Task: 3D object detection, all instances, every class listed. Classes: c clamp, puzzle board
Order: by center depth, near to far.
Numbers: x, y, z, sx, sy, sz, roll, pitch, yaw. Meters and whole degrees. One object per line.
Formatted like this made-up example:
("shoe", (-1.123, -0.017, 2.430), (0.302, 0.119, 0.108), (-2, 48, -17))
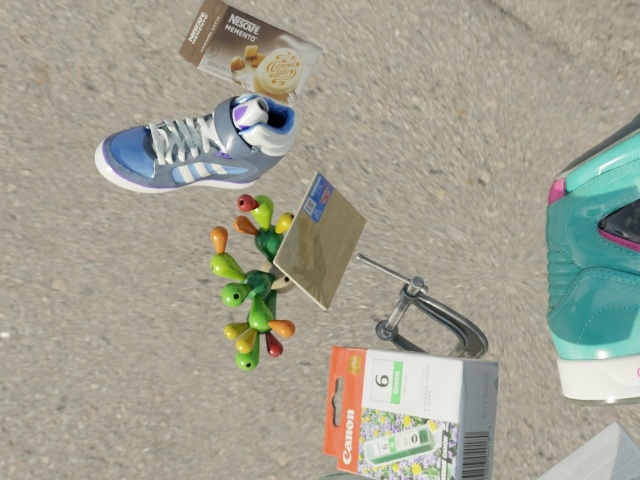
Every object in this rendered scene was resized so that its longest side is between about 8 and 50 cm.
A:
("c clamp", (0.089, 0.075, 0.924), (0.137, 0.160, 0.022), (27, 64, 10))
("puzzle board", (0.000, 0.000, 1.131), (0.011, 0.096, 0.128), (-6, 50, 44))

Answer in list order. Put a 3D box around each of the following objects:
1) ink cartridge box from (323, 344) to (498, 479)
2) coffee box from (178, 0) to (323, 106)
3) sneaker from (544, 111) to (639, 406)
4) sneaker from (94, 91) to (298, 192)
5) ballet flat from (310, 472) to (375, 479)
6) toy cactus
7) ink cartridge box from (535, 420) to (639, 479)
("ink cartridge box", (0.033, 0.085, 0.490), (0.115, 0.029, 0.062), (0, 84, 48))
("coffee box", (-0.138, -0.381, 2.008), (0.098, 0.247, 0.141), (44, 109, 47))
("sneaker", (0.254, -0.032, 0.552), (0.296, 0.124, 0.178), (-15, 89, -5))
("sneaker", (-0.195, -0.185, 1.690), (0.323, 0.236, 0.130), (1, 62, -31))
("ballet flat", (-0.028, 0.423, 1.570), (0.249, 0.086, 0.086), (-12, 86, 16))
("toy cactus", (-0.060, 0.046, 1.231), (0.112, 0.180, 0.218), (-2, 97, 24))
("ink cartridge box", (0.433, 0.449, 1.620), (0.275, 0.239, 0.060), (-39, 114, 7))
